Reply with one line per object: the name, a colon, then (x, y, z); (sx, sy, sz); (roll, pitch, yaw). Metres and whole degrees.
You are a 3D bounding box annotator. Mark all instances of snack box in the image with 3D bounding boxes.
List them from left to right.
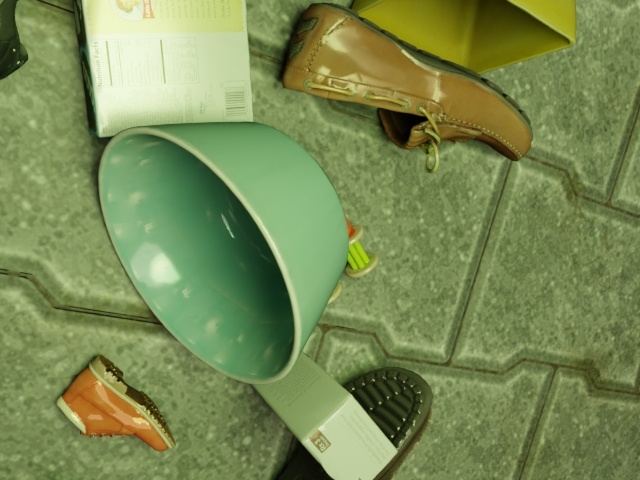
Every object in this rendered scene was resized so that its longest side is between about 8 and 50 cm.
snack box: (-0.181, -0.286, 0.771); (0.187, 0.060, 0.322); (-9, 106, -27)

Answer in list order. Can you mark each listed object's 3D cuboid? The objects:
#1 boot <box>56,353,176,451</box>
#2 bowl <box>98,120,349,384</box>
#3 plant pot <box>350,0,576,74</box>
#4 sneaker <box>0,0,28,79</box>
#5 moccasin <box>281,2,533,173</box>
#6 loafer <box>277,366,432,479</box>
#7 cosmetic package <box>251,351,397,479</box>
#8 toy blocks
boot: (-0.254, 0.224, 0.859); (0.084, 0.059, 0.158); (-44, 109, -9)
bowl: (-0.089, -0.011, 0.775); (0.163, 0.311, 0.311); (-37, 117, -37)
plant pot: (0.195, -0.354, 0.880); (0.212, 0.212, 0.187); (19, 80, -29)
sneaker: (-0.363, -0.179, 0.680); (0.124, 0.107, 0.283); (22, 91, -36)
moccasin: (0.127, -0.178, 0.916); (0.380, 0.139, 0.147); (16, 100, -32)
loafer: (0.033, 0.341, 1.010); (0.366, 0.134, 0.130); (-48, 142, 1)
cosmetic package: (-0.012, 0.213, 0.879); (0.085, 0.231, 0.117); (-42, 118, -13)
toy blocks: (0.000, 0.000, 0.937); (0.123, 0.054, 0.148); (-38, 116, -14)
